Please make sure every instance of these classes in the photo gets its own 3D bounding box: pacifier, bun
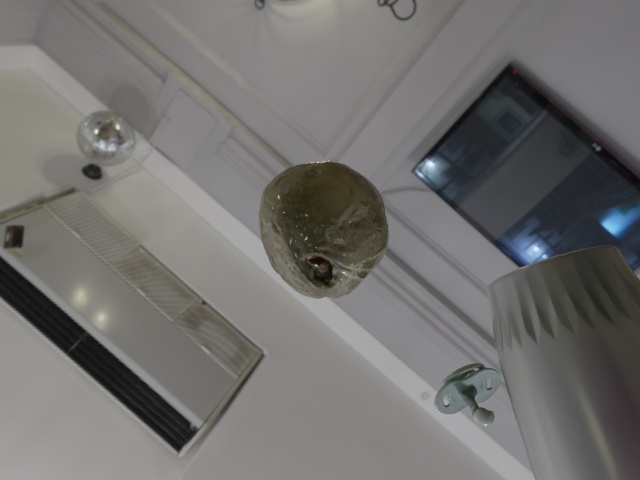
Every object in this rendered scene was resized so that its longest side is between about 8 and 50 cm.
[{"bbox_3d":[0.308,0.316,0.949,0.150,0.126,0.116,-13,-149,-8],"label":"pacifier"},{"bbox_3d":[0.000,0.000,0.563,0.113,0.167,0.173,-79,-33,-54],"label":"bun"}]

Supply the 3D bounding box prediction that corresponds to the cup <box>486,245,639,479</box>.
[{"bbox_3d":[0.400,0.214,0.685,0.253,0.253,0.371,6,-117,-45],"label":"cup"}]
